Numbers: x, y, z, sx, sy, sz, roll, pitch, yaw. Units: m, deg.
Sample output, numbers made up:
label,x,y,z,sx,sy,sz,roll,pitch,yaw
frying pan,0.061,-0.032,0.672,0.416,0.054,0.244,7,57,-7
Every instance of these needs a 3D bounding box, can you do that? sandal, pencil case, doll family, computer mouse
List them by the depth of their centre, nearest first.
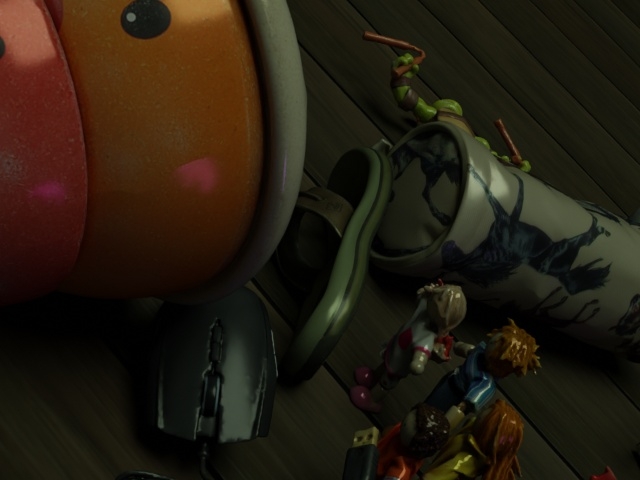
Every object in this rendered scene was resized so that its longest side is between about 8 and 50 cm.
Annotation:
label,x,y,z,sx,sy,sz,roll,pitch,yaw
computer mouse,-0.043,0.107,0.888,0.184,0.060,0.262,10,36,-2
doll family,0.103,0.140,0.970,0.118,0.163,0.263,35,31,-10
sandal,0.000,0.000,1.092,0.086,0.120,0.302,23,33,-3
pencil case,0.233,0.007,1.292,0.410,0.159,0.183,20,13,-31

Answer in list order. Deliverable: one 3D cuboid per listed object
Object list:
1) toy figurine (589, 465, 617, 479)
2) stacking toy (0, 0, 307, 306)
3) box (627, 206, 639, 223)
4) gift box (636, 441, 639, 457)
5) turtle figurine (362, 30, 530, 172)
label,x,y,z,sx,sy,sz,roll,pitch,yaw
toy figurine,0.391,0.301,0.976,0.362,0.217,0.191,57,5,13
stacking toy,-0.278,-0.062,0.747,0.480,0.350,0.350,-23,66,-38
box,0.509,0.114,1.561,0.322,0.058,0.232,39,31,0
gift box,0.486,0.232,1.194,0.276,0.255,0.258,24,37,-33
turtle figurine,0.144,-0.130,1.430,0.269,0.087,0.217,40,17,-15
